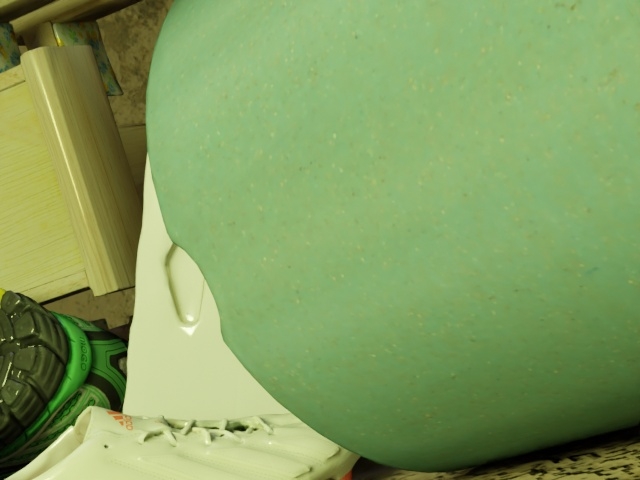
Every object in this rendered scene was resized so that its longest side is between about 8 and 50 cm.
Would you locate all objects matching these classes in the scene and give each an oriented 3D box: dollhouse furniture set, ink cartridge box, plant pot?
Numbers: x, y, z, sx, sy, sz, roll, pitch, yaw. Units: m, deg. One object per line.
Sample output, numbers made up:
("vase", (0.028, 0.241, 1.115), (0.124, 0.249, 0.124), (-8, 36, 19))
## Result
("dollhouse furniture set", (-0.179, -0.036, 1.402), (0.256, 0.362, 0.394), (-18, -2, 28))
("ink cartridge box", (0.000, 0.000, 0.985), (0.114, 0.197, 0.273), (9, 9, 16))
("plant pot", (0.128, -0.076, 0.686), (0.334, 0.341, 0.341), (-27, -5, 41))

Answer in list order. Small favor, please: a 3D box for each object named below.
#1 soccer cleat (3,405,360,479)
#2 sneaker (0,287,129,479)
("soccer cleat", (-0.070, 0.103, 0.798), (0.196, 0.076, 0.068), (-19, 1, -17))
("sneaker", (-0.255, 0.147, 1.241), (0.343, 0.134, 0.146), (-24, -33, 38))
